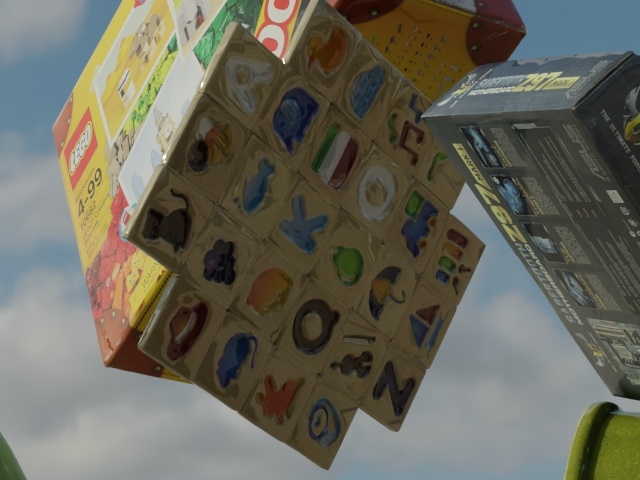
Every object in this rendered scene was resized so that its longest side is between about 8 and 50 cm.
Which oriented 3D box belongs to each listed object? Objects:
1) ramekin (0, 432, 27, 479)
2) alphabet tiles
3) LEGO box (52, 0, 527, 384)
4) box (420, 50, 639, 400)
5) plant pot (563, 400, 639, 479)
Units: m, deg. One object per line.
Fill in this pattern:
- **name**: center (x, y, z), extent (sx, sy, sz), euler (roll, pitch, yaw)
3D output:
- **ramekin**: center (-0.270, 0.257, 1.228), extent (0.148, 0.303, 0.303), euler (-15, -19, 8)
- **alphabet tiles**: center (0.000, 0.000, 1.441), extent (0.011, 0.285, 0.342), euler (14, -18, 43)
- **LEGO box**: center (-0.053, -0.155, 1.912), extent (0.193, 0.372, 0.500), euler (14, -53, -30)
- **box**: center (0.179, -0.002, 1.157), extent (0.059, 0.233, 0.183), euler (-41, 16, -18)
- **plant pot**: center (0.350, 0.272, 1.179), extent (0.353, 0.366, 0.366), euler (-4, -17, 18)
